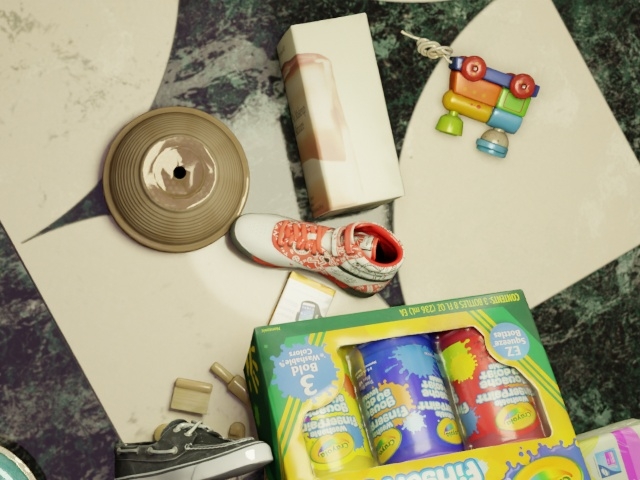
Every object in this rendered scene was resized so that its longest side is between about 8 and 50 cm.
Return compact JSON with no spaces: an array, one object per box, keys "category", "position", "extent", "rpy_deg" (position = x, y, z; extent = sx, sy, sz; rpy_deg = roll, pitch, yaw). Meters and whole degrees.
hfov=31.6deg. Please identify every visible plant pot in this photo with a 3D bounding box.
[{"category":"plant pot","position":[-0.225,-0.101,1.784],"extent":[0.237,0.110,0.238],"rpy_deg":[1,85,-10]}]

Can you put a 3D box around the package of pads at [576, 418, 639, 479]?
[{"category":"package of pads","position":[0.431,0.444,1.864],"extent":[0.296,0.101,0.229],"rpy_deg":[-14,87,-10]}]

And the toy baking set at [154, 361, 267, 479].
[{"category":"toy baking set","position":[-0.147,0.325,1.810],"extent":[0.256,0.030,0.197],"rpy_deg":[36,86,-2]}]

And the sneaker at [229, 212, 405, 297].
[{"category":"sneaker","position":[0.001,-0.001,1.785],"extent":[0.270,0.145,0.090],"rpy_deg":[22,61,-12]}]

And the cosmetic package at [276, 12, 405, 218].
[{"category":"cosmetic package","position":[0.029,-0.194,1.814],"extent":[0.129,0.153,0.296],"rpy_deg":[-11,87,-11]}]

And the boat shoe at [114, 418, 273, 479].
[{"category":"boat shoe","position":[-0.199,0.316,1.696],"extent":[0.108,0.301,0.102],"rpy_deg":[4,72,-49]}]

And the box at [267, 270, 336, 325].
[{"category":"box","position":[-0.038,0.127,1.842],"extent":[0.081,0.028,0.136],"rpy_deg":[24,85,-7]}]

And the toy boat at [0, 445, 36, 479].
[{"category":"toy boat","position":[-0.555,0.446,1.668],"extent":[0.267,0.148,0.318],"rpy_deg":[22,82,-8]}]

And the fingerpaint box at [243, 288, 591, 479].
[{"category":"fingerpaint box","position":[0.141,0.292,1.705],"extent":[0.444,0.163,0.371],"rpy_deg":[-7,61,-14]}]

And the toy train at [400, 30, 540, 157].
[{"category":"toy train","position":[0.225,-0.239,1.884],"extent":[0.247,0.105,0.144],"rpy_deg":[18,96,-8]}]
